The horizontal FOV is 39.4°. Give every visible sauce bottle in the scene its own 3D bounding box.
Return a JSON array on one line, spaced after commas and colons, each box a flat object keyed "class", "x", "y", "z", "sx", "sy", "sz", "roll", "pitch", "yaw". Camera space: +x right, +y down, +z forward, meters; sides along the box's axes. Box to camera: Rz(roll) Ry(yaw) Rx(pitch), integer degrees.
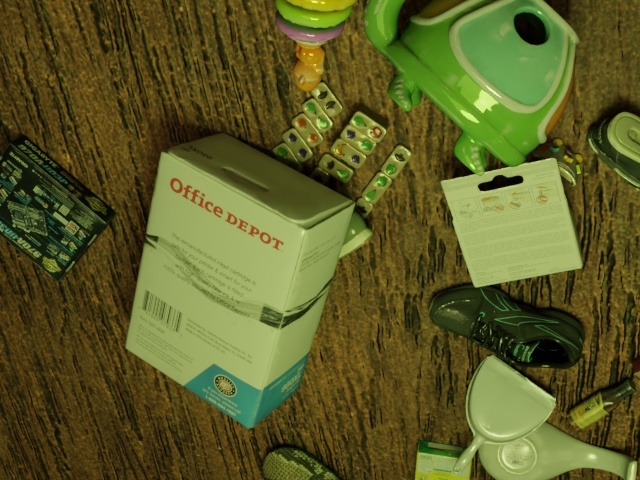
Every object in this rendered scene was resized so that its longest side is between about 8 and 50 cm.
[{"class": "sauce bottle", "x": 0.491, "y": 0.285, "z": 1.563, "sx": 0.042, "sy": 0.042, "sz": 0.128, "roll": 44, "pitch": 114, "yaw": -10}]

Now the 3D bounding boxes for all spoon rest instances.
[{"class": "spoon rest", "x": 0.422, "y": 0.389, "z": 1.608, "sx": 0.276, "sy": 0.084, "sz": 0.137, "roll": 8, "pitch": 95, "yaw": 19}]

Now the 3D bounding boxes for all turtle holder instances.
[{"class": "turtle holder", "x": 0.214, "y": -0.264, "z": 1.271, "sx": 0.227, "sy": 0.243, "sz": 0.320, "roll": -47, "pitch": 67, "yaw": 15}]

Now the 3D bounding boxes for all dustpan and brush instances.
[{"class": "dustpan and brush", "x": 0.299, "y": 0.329, "z": 1.588, "sx": 0.147, "sy": 0.060, "sz": 0.211, "roll": 35, "pitch": 86, "yaw": 13}]

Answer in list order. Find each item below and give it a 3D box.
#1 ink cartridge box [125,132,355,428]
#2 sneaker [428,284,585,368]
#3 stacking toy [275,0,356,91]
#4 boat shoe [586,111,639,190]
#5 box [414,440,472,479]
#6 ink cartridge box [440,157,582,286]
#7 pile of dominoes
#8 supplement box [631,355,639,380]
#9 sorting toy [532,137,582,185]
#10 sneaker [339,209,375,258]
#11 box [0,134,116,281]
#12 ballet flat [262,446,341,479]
[{"class": "ink cartridge box", "x": -0.142, "y": 0.061, "z": 1.483, "sx": 0.285, "sy": 0.166, "sz": 0.395, "roll": 29, "pitch": 121, "yaw": 21}, {"class": "sneaker", "x": 0.312, "y": 0.148, "z": 1.501, "sx": 0.267, "sy": 0.106, "sz": 0.101, "roll": 11, "pitch": 119, "yaw": 9}, {"class": "stacking toy", "x": -0.008, "y": -0.354, "z": 1.320, "sx": 0.165, "sy": 0.175, "sz": 0.302, "roll": 15, "pitch": 132, "yaw": 6}, {"class": "boat shoe", "x": 0.507, "y": -0.107, "z": 1.359, "sx": 0.233, "sy": 0.084, "sz": 0.079, "roll": 35, "pitch": 156, "yaw": -13}, {"class": "box", "x": 0.232, "y": 0.473, "z": 1.713, "sx": 0.105, "sy": 0.043, "sz": 0.179, "roll": 7, "pitch": 114, "yaw": 9}, {"class": "ink cartridge box", "x": 0.304, "y": -0.035, "z": 1.415, "sx": 0.181, "sy": 0.056, "sz": 0.225, "roll": -11, "pitch": 124, "yaw": 18}, {"class": "pile of dominoes", "x": 0.012, "y": -0.113, "z": 1.477, "sx": 0.196, "sy": 0.040, "sz": 0.251, "roll": 33, "pitch": 118, "yaw": -5}, {"class": "supplement box", "x": 0.576, "y": 0.227, "z": 1.512, "sx": 0.083, "sy": 0.043, "sz": 0.055, "roll": 43, "pitch": 117, "yaw": -10}, {"class": "sorting toy", "x": 0.372, "y": -0.115, "z": 1.373, "sx": 0.083, "sy": 0.075, "sz": 0.045, "roll": 36, "pitch": 118, "yaw": -6}, {"class": "sneaker", "x": 0.000, "y": 0.000, "z": 1.513, "sx": 0.192, "sy": 0.064, "sz": 0.086, "roll": -33, "pitch": 94, "yaw": 36}, {"class": "box", "x": -0.506, "y": -0.055, "z": 1.617, "sx": 0.220, "sy": 0.051, "sz": 0.175, "roll": 40, "pitch": 117, "yaw": -8}, {"class": "ballet flat", "x": 0.047, "y": 0.620, "z": 1.748, "sx": 0.164, "sy": 0.182, "sz": 0.483, "roll": -31, "pitch": 105, "yaw": 25}]
